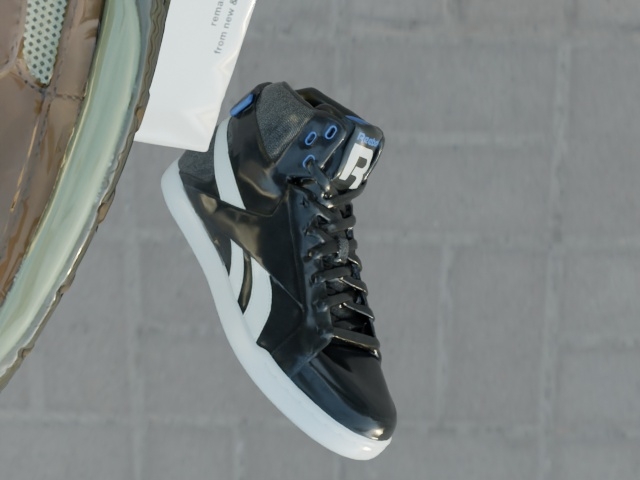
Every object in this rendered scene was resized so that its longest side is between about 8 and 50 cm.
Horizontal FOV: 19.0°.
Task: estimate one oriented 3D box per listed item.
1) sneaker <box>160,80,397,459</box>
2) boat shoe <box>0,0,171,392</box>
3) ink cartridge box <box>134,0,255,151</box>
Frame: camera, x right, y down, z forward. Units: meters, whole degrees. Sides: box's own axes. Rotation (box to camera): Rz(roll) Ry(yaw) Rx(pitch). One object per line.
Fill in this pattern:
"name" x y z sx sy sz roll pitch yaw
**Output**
"sneaker" 0.000 0.000 1.015 0.121 0.217 0.079 -47 147 23
"boat shoe" -0.106 -0.106 0.663 0.120 0.122 0.324 18 90 -10
"ink cartridge box" -0.150 -0.163 0.818 0.232 0.171 0.168 9 118 -22
